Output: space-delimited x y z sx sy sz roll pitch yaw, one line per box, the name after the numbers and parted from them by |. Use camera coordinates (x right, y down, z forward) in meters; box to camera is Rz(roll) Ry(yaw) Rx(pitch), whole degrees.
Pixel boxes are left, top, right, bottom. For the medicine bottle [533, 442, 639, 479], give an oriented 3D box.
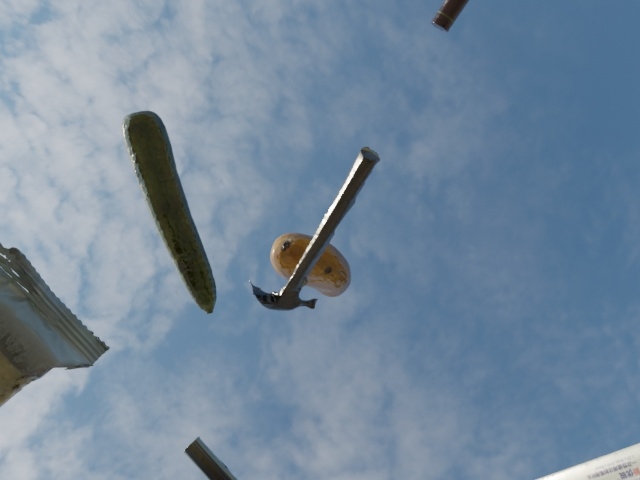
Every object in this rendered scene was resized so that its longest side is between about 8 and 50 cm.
0.307 0.264 0.493 0.171 0.052 0.201 25 -48 -19 | medicine bottle

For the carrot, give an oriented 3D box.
-0.249 -0.045 0.853 0.074 0.074 0.359 -19 -89 -9 | carrot

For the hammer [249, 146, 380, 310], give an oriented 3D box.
0.000 -0.001 0.679 0.125 0.027 0.297 6 -46 -31 | hammer

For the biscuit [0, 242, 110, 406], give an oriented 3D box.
-0.396 0.137 0.487 0.309 0.079 0.186 -37 -73 -12 | biscuit

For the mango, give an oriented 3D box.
-0.017 0.066 1.409 0.295 0.177 0.120 31 -126 -45 | mango

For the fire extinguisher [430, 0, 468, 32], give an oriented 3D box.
0.286 -0.501 1.023 0.043 0.064 0.158 39 -73 13 | fire extinguisher

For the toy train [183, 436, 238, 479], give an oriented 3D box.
-0.244 0.609 1.286 0.252 0.048 0.055 43 -114 8 | toy train
